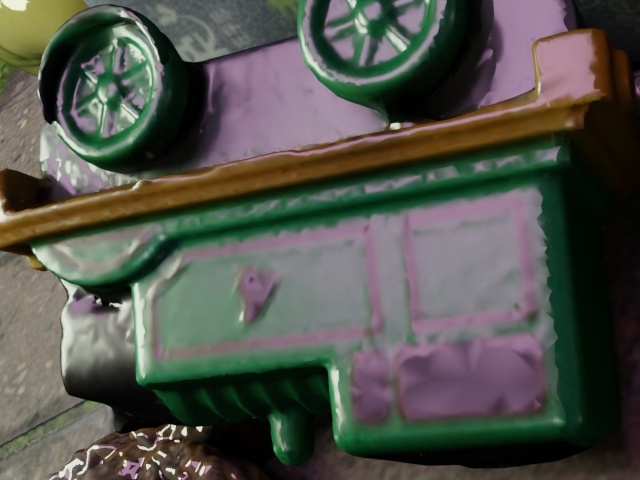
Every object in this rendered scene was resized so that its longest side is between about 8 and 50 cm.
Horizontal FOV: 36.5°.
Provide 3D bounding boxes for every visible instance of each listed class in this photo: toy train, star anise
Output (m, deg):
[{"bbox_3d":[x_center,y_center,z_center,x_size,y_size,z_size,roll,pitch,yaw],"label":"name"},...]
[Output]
[{"bbox_3d":[0.000,0.000,0.522,0.429,0.178,0.249,-10,78,23],"label":"toy train"},{"bbox_3d":[-0.088,0.143,0.624,0.197,0.073,0.212,24,76,43],"label":"star anise"}]

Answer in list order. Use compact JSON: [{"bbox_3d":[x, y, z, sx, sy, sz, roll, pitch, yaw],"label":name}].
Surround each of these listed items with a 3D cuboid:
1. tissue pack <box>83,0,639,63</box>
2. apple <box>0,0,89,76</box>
[{"bbox_3d":[0.050,-0.199,0.585,0.394,0.288,0.124,-16,48,35],"label":"tissue pack"},{"bbox_3d":[-0.212,-0.266,0.910,0.262,0.262,0.262,-24,48,29],"label":"apple"}]
